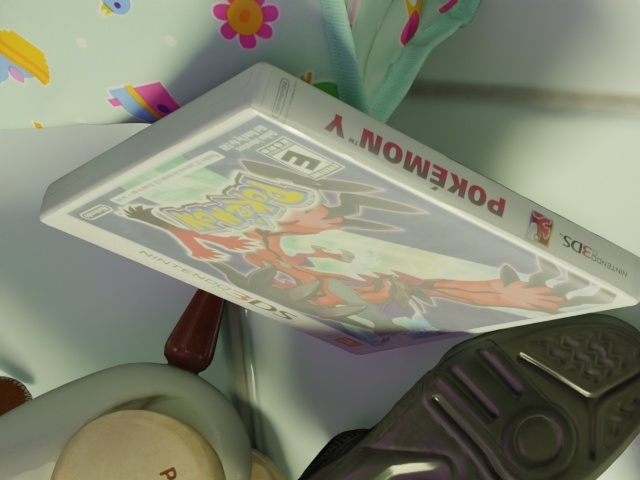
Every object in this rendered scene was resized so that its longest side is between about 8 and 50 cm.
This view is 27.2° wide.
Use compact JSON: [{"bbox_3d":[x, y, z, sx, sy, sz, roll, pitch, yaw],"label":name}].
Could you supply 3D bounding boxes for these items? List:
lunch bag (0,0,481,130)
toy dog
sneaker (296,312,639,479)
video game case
[{"bbox_3d":[-0.073,-0.184,0.515,0.223,0.160,0.262,1,122,28],"label":"lunch bag"},{"bbox_3d":[-0.169,0.093,0.707,0.334,0.161,0.220,8,165,-8],"label":"toy dog"},{"bbox_3d":[0.060,0.106,0.652,0.227,0.130,0.087,-39,89,10],"label":"sneaker"},{"bbox_3d":[0.000,0.000,0.556,0.183,0.023,0.201,25,157,-26],"label":"video game case"}]
